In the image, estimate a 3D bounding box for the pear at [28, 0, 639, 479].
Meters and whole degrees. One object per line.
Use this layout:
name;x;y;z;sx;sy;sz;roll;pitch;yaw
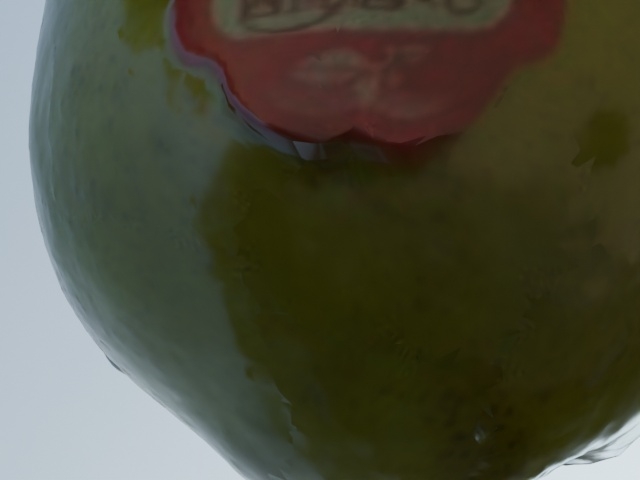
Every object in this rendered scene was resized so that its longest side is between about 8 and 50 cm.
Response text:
pear;0.034;-0.080;0.565;0.287;0.287;0.375;12;-118;-39

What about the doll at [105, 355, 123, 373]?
doll;0.000;0.000;0.826;0.161;0.290;0.129;30;-138;-36
